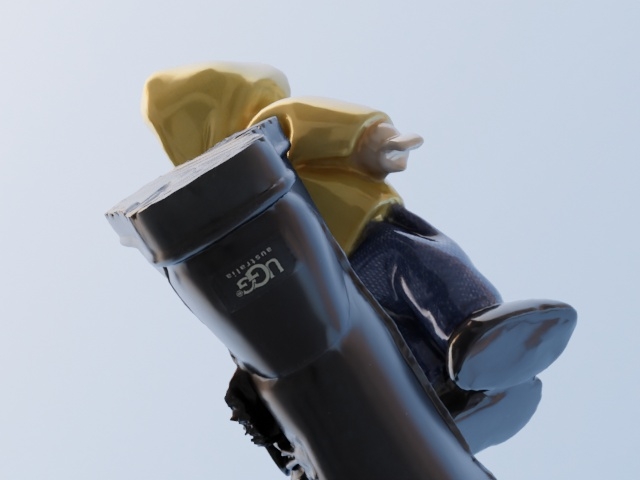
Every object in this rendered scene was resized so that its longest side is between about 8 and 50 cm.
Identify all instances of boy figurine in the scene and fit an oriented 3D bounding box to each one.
[{"bbox_3d":[0.000,0.000,0.875,0.285,0.092,0.177,43,-49,36],"label":"boy figurine"}]

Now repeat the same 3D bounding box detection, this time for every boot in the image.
[{"bbox_3d":[-0.008,0.054,0.740,0.094,0.246,0.207,-30,-82,-3],"label":"boot"}]
